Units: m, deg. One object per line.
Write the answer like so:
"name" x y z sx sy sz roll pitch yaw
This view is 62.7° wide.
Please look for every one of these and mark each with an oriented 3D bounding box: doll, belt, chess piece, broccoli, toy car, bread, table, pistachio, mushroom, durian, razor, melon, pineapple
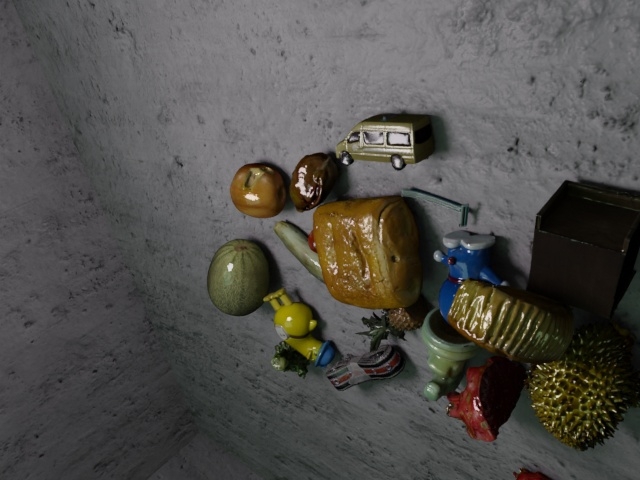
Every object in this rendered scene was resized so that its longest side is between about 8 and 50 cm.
"doll" -0.079 0.341 1.991 0.199 0.145 0.363 -23 106 40
"belt" 0.155 0.447 1.841 0.094 0.126 0.359 53 142 -2
"chess piece" 0.363 0.342 1.493 0.176 0.176 0.298 26 135 32
"broccoli" -0.132 0.461 2.045 0.165 0.304 0.145 10 86 10
"toy car" 0.152 -0.254 1.314 0.256 0.101 0.124 12 122 39
"bread" 0.407 0.169 1.121 0.227 0.253 0.142 29 105 46
"table" 0.535 0.008 1.050 0.169 0.172 0.193 20 135 36
"pistachio" -0.030 -0.166 1.540 0.130 0.165 0.210 16 133 -19
"mushroom" -0.030 0.055 1.762 0.333 0.087 0.107 40 154 27
"durian" 0.593 0.325 1.188 0.258 0.258 0.293 36 134 22
"razor" 0.292 -0.098 1.336 0.191 0.037 0.068 27 140 34
"melon" -0.310 0.143 2.002 0.248 0.248 0.329 33 137 25
"bread" 0.119 0.044 1.484 0.337 0.148 0.328 2 104 47
"pineapple" 0.214 0.252 1.623 0.277 0.130 0.119 132 139 -52
"doll" 0.379 0.103 1.330 0.215 0.161 0.257 20 116 54

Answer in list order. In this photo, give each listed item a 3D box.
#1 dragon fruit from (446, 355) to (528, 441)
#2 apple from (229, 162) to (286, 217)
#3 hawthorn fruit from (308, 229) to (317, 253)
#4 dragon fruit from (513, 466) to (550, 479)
"dragon fruit" 0.416 0.421 1.407 0.134 0.262 0.211 48 133 8
"apple" -0.198 -0.157 1.710 0.199 0.199 0.199 27 136 30
"hawthorn fruit" 0.000 0.000 1.692 0.093 0.093 0.093 27 136 30
"dragon fruit" 0.635 0.735 1.585 0.111 0.153 0.153 -102 16 -44
